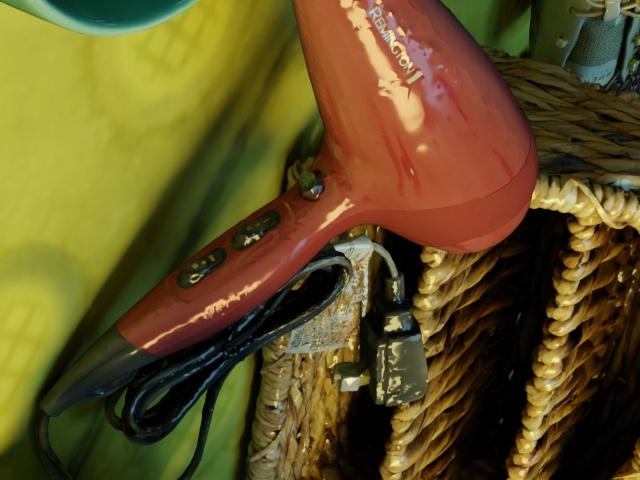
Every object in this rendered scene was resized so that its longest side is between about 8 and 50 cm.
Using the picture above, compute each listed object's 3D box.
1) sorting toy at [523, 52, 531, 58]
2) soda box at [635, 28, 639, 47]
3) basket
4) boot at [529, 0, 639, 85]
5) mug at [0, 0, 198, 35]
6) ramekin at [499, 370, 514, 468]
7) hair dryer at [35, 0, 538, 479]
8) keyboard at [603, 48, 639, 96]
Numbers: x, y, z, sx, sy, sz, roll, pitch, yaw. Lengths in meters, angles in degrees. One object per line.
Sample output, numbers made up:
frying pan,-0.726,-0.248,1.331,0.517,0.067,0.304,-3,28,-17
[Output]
sorting toy,0.165,-0.099,0.939,0.102,0.042,0.061,1,113,-65
soda box,0.230,-0.223,0.932,0.060,0.053,0.169,-20,132,-58
basket,0.106,0.073,0.776,0.223,0.213,0.299,-36,145,-48
boot,0.176,-0.149,0.774,0.213,0.077,0.165,-96,-170,-47
mug,-0.080,-0.126,0.324,0.157,0.097,0.129,-18,130,-58
ramekin,0.225,0.201,1.060,0.303,0.148,0.303,-54,-168,17
hair dryer,0.000,0.000,0.564,0.223,0.080,0.293,-17,134,-36
keyboard,0.321,-0.194,1.141,0.317,0.033,0.201,-26,148,-56
